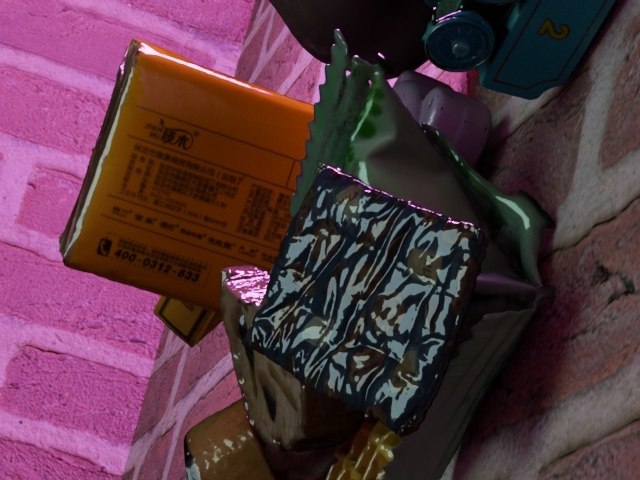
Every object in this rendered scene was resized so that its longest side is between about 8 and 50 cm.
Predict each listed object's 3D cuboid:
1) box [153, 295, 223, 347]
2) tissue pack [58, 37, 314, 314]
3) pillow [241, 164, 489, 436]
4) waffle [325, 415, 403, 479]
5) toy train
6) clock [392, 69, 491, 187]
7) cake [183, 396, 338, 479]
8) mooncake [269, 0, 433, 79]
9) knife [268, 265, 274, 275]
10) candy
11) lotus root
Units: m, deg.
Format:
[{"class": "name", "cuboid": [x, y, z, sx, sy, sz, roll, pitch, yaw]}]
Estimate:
[{"class": "box", "cuboid": [-0.090, -0.004, 2.456, 0.301, 0.084, 0.193, -43, -10, -39]}, {"class": "tissue pack", "cuboid": [-0.103, -0.050, 2.168, 0.228, 0.382, 0.293, -143, 72, -75]}, {"class": "pillow", "cuboid": [0.036, 0.047, 1.526, 0.255, 0.034, 0.189, 25, 92, 50]}, {"class": "waffle", "cuboid": [0.032, 0.310, 1.764, 0.283, 0.065, 0.309, 122, 164, -48]}, {"class": "toy train", "cuboid": [0.186, -0.232, 1.637, 0.203, 0.163, 0.112, 118, 160, -46]}, {"class": "clock", "cuboid": [0.081, -0.020, 1.936, 0.295, 0.113, 0.322, -126, 57, -76]}, {"class": "cake", "cuboid": [-0.043, 0.271, 1.985, 0.185, 0.178, 0.207, 27, -134, -82]}, {"class": "mooncake", "cuboid": [0.081, -0.342, 2.027, 0.154, 0.306, 0.306, -35, 38, 62]}, {"class": "knife", "cuboid": [0.000, -0.003, 1.910, 0.073, 0.041, 0.265, -101, 33, -48]}, {"class": "candy", "cuboid": [0.065, 0.010, 1.653, 0.398, 0.172, 0.263, 58, 137, 36]}, {"class": "lotus root", "cuboid": [-0.035, 0.137, 1.850, 0.261, 0.074, 0.170, -151, 54, -60]}]
